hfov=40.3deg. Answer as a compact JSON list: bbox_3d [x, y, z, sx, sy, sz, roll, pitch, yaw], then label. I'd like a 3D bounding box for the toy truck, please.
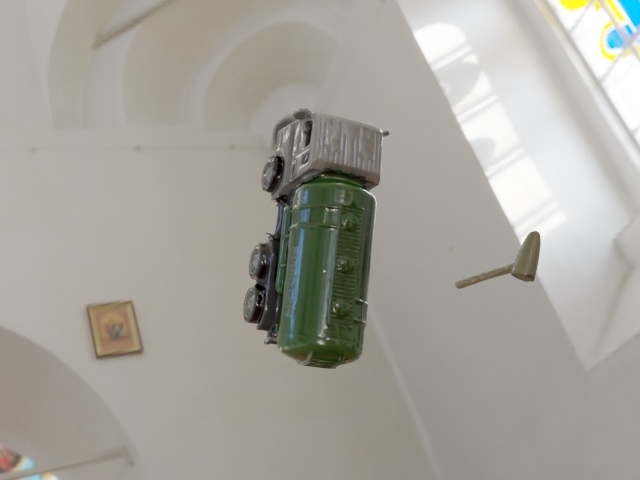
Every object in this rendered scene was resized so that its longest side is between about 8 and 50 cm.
[{"bbox_3d":[0.000,0.000,0.829,0.101,0.243,0.125,11,-15,-22],"label":"toy truck"}]

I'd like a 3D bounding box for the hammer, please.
[{"bbox_3d":[0.217,0.032,1.101,0.028,0.060,0.195,21,-16,-14],"label":"hammer"}]
